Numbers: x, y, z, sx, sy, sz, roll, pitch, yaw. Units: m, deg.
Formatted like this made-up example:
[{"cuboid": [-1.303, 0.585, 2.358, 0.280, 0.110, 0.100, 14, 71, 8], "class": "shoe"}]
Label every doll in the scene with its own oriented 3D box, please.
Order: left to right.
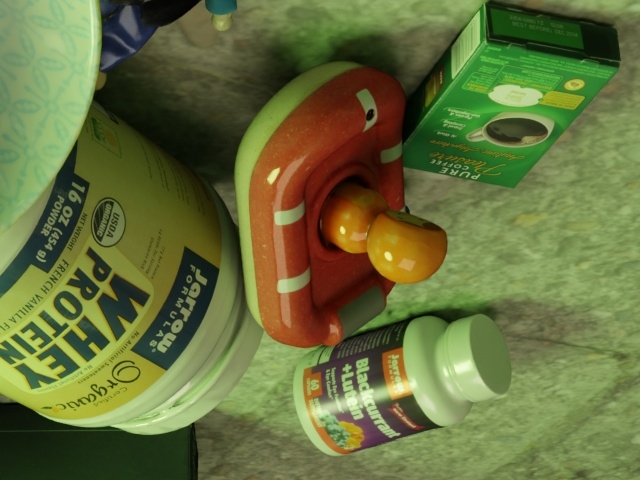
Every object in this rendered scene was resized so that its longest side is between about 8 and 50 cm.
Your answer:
[{"cuboid": [-0.113, -0.174, 1.295, 0.129, 0.046, 0.189, 30, 133, -30], "class": "doll"}]

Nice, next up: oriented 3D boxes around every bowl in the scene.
[{"cuboid": [-0.297, -0.126, 1.180, 0.289, 0.156, 0.289, -22, 130, -29], "class": "bowl"}]

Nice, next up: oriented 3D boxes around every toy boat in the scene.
[{"cuboid": [0.030, -0.016, 1.413, 0.151, 0.151, 0.231, 25, 134, 36], "class": "toy boat"}]

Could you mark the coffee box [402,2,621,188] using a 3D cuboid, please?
[{"cuboid": [0.135, -0.107, 1.438, 0.113, 0.040, 0.184, 9, 150, -17], "class": "coffee box"}]

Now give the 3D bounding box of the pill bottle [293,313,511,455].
[{"cuboid": [0.080, 0.134, 1.810, 0.193, 0.108, 0.108, -20, 147, 29], "class": "pill bottle"}]

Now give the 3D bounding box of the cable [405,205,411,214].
[{"cuboid": [0.000, 0.000, 1.644, 0.139, 0.072, 0.287, -11, 165, -8], "class": "cable"}]

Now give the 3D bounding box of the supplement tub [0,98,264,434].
[{"cuboid": [-0.204, 0.008, 1.437, 0.228, 0.228, 0.316, -18, 148, 28], "class": "supplement tub"}]

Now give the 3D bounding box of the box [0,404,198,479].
[{"cuboid": [-0.298, 0.345, 1.968, 0.343, 0.312, 0.179, 0, 152, -2], "class": "box"}]
